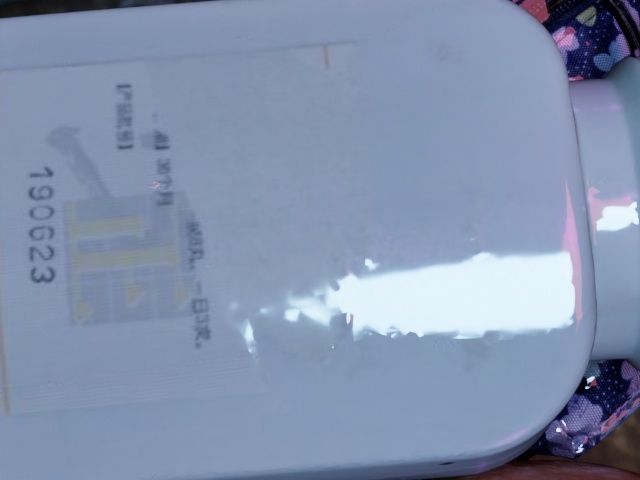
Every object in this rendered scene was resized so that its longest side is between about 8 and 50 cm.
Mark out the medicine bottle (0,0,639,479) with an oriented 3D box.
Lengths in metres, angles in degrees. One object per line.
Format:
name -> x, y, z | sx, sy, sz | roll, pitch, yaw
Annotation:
medicine bottle -> 0.000, 0.000, 0.538 | 0.296, 0.111, 0.161 | -6, 75, 1

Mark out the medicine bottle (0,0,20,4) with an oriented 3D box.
medicine bottle -> -0.100, -0.163, 0.558 | 0.318, 0.158, 0.158 | -19, 90, -33

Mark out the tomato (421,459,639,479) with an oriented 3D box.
tomato -> 0.066, 0.165, 0.588 | 0.233, 0.139, 0.200 | 12, 108, -23

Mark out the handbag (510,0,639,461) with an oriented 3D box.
handbag -> 0.085, -0.038, 0.659 | 0.229, 0.127, 0.208 | -40, 91, -17
